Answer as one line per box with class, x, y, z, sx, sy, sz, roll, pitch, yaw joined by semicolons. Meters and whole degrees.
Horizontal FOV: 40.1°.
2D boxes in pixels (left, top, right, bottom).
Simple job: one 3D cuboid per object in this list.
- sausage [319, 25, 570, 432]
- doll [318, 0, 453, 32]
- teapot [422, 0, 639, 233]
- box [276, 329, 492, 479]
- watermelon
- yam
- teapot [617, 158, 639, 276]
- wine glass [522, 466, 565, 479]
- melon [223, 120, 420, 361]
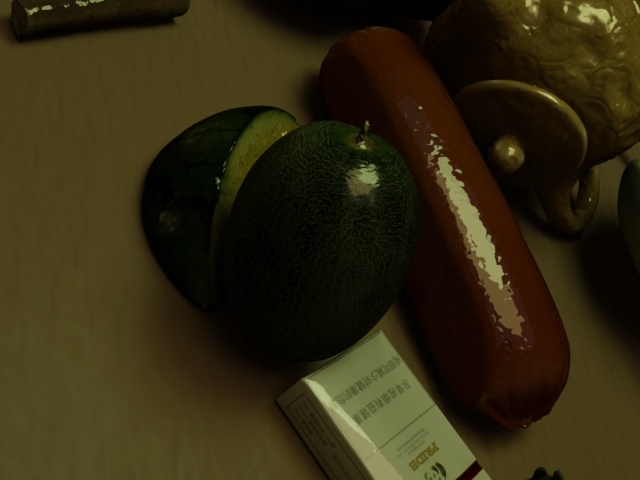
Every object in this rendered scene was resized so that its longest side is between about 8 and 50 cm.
sausage;0.092;-0.026;0.672;0.097;0.094;0.348;-8;63;-35
doll;0.052;-0.282;0.796;0.258;0.154;0.228;10;13;-33
teapot;0.183;-0.112;0.753;0.311;0.203;0.167;56;50;-40
box;0.051;0.139;0.550;0.084;0.040;0.154;-24;75;-48
watermelon;-0.071;-0.043;0.604;0.075;0.092;0.181;5;40;24
yam;-0.157;-0.170;0.638;0.145;0.032;0.032;-25;75;-45
teapot;0.354;0.032;0.749;0.220;0.149;0.318;51;25;-48
wine glass;0.196;0.218;0.578;0.155;0.072;0.072;35;43;-9
melon;0.000;0.000;0.526;0.114;0.167;0.114;15;36;-11
